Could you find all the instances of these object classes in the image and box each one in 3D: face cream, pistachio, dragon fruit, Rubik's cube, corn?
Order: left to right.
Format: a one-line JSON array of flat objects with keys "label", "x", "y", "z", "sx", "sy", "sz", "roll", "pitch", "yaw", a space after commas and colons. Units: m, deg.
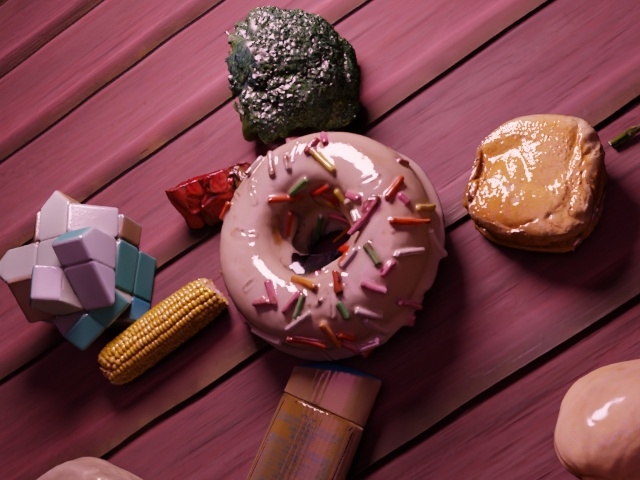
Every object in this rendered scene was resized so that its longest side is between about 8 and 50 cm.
[{"label": "Rubik's cube", "x": -0.429, "y": 0.059, "z": 1.128, "sx": 0.224, "sy": 0.213, "sz": 0.265, "roll": -6, "pitch": 69, "yaw": 18}, {"label": "corn", "x": -0.271, "y": 0.153, "z": 1.102, "sx": 0.248, "sy": 0.081, "sz": 0.081, "roll": -37, "pitch": 60, "yaw": 4}, {"label": "dragon fruit", "x": -0.170, "y": -0.088, "z": 1.187, "sx": 0.192, "sy": 0.122, "sz": 0.092, "roll": -19, "pitch": 102, "yaw": 10}, {"label": "face cream", "x": -0.022, "y": 0.312, "z": 0.945, "sx": 0.139, "sy": 0.067, "sz": 0.285, "roll": 18, "pitch": 77, "yaw": 25}, {"label": "pistachio", "x": 0.379, "y": 0.217, "z": 0.799, "sx": 0.200, "sy": 0.117, "sz": 0.145, "roll": -41, "pitch": 55, "yaw": 0}]

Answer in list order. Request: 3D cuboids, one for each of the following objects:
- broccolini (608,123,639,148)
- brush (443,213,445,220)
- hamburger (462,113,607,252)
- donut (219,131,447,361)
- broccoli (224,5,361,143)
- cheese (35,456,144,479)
[{"label": "broccolini", "x": 0.502, "y": -0.177, "z": 0.974, "sx": 0.140, "sy": 0.030, "sz": 0.035, "roll": -35, "pitch": 96, "yaw": 10}, {"label": "brush", "x": 0.122, "y": 0.016, "z": 1.038, "sx": 0.193, "sy": 0.032, "sz": 0.043, "roll": -41, "pitch": 63, "yaw": 13}, {"label": "hamburger", "x": 0.319, "y": -0.086, "z": 0.955, "sx": 0.213, "sy": 0.108, "sz": 0.214, "roll": -9, "pitch": 64, "yaw": 18}, {"label": "donut", "x": 0.000, "y": 0.000, "z": 1.006, "sx": 0.382, "sy": 0.142, "sz": 0.383, "roll": -10, "pitch": 68, "yaw": 25}, {"label": "broccoli", "x": -0.058, "y": -0.279, "z": 1.138, "sx": 0.265, "sy": 0.245, "sz": 0.294, "roll": 33, "pitch": 57, "yaw": -13}, {"label": "cheese", "x": -0.365, "y": 0.499, "z": 0.977, "sx": 0.326, "sy": 0.115, "sz": 0.318, "roll": -30, "pitch": 61, "yaw": 9}]
